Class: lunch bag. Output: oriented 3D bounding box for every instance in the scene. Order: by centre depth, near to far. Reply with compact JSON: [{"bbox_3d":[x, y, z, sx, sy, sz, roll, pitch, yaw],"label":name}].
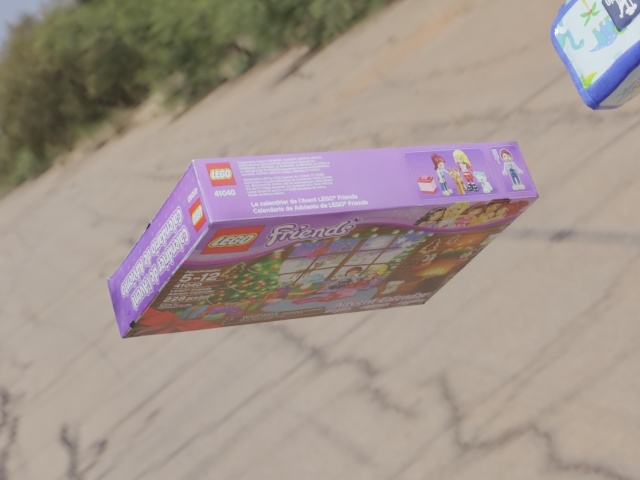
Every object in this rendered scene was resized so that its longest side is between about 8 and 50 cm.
[{"bbox_3d":[0.240,-0.169,1.147,0.129,0.096,0.151,-46,13,28],"label":"lunch bag"}]

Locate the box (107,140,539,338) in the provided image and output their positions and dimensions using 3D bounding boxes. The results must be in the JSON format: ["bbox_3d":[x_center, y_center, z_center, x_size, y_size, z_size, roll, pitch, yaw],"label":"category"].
[{"bbox_3d":[0.000,0.000,1.248,0.293,0.057,0.201,-5,-25,-30],"label":"box"}]
